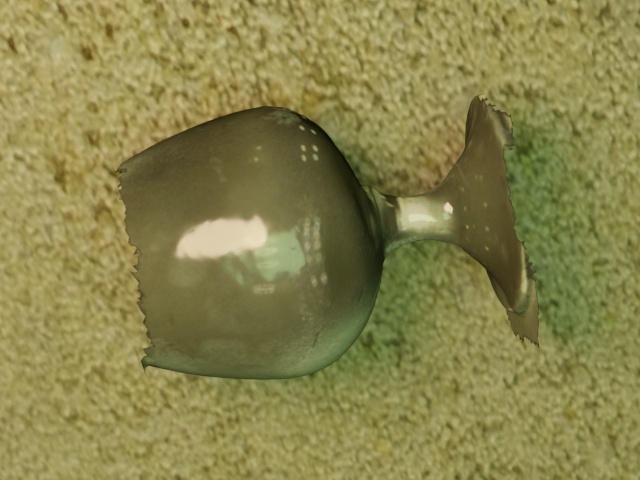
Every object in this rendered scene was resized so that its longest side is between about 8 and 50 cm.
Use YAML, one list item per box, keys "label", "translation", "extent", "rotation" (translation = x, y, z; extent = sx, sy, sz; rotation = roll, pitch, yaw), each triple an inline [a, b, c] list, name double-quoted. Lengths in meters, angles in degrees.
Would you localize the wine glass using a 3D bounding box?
- label: "wine glass"
  translation: [0.000, 0.000, 1.310]
  extent: [0.323, 0.238, 0.238]
  rotation: [-9, 103, -3]
